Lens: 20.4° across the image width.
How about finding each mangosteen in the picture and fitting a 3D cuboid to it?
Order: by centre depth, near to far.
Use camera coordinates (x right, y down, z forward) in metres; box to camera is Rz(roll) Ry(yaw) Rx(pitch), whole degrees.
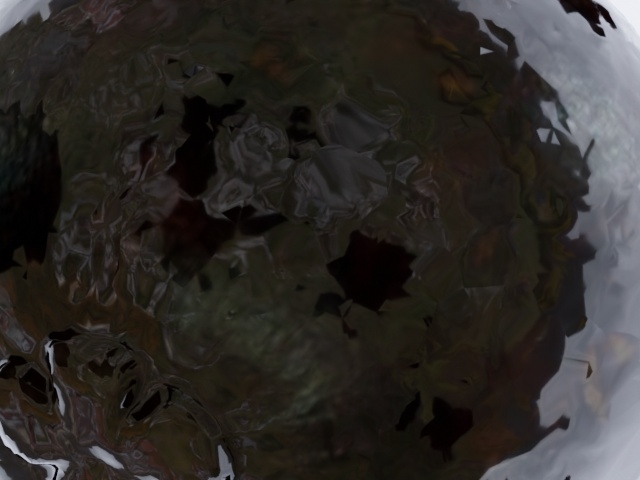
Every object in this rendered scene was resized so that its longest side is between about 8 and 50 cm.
[{"bbox_3d":[0.000,0.000,0.614,0.288,0.288,0.288,-2,-95,22],"label":"mangosteen"}]
